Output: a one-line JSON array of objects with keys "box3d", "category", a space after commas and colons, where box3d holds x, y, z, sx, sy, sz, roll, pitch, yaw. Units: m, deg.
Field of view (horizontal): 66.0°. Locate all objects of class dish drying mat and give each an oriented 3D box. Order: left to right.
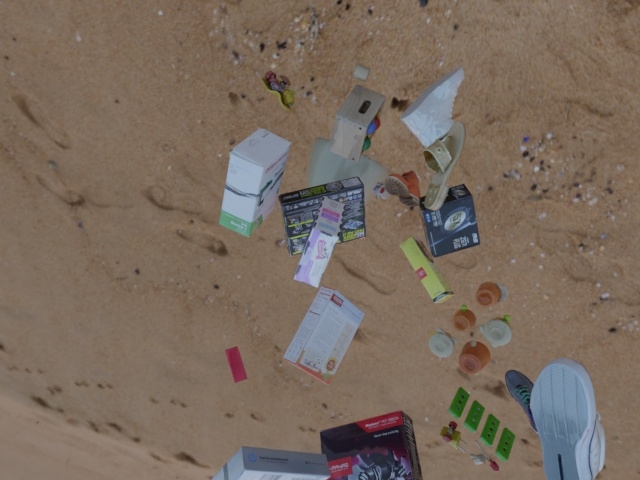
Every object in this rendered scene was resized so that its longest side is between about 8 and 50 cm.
[{"box3d": [-0.202, 0.297, 1.181, 0.032, 0.008, 0.083, -17, 96, -15], "category": "dish drying mat"}]

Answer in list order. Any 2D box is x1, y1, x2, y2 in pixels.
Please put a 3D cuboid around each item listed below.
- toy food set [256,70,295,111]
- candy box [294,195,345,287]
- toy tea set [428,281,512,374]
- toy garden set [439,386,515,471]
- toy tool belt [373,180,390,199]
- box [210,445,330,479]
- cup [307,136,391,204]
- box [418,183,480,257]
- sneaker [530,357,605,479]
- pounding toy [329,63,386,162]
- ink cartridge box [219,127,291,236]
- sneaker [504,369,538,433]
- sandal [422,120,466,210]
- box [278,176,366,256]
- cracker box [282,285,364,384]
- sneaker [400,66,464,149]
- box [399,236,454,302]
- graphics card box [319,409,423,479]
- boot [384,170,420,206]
[{"box3d": [-0.144, -0.550, 1.754, 0.071, 0.218, 0.128, -43, 138, 16], "category": "toy food set"}, {"box3d": [0.000, 0.000, 1.306, 0.070, 0.196, 0.164, 20, 119, -3], "category": "candy box"}, {"box3d": [0.517, 0.284, 1.610, 0.200, 0.124, 0.336, 41, 121, 18], "category": "toy tea set"}, {"box3d": [0.512, 0.646, 1.635, 0.244, 0.204, 0.049, 42, 135, 5], "category": "toy garden set"}, {"box3d": [0.187, -0.159, 1.542, 0.051, 0.083, 0.052, 42, 100, 27], "category": "toy tool belt"}, {"box3d": [-0.096, 0.376, 0.738, 0.145, 0.038, 0.186, 20, 121, -30], "category": "box"}, {"box3d": [0.078, -0.224, 1.935, 0.331, 0.331, 0.237, 26, 92, 0], "category": "cup"}, {"box3d": [0.380, -0.056, 1.462, 0.147, 0.077, 0.180, -17, 123, 6], "category": "box"}, {"box3d": [0.397, 0.284, 0.782, 0.094, 0.091, 0.258, 17, 126, 47], "category": "sneaker"}, {"box3d": [0.111, -0.328, 1.205, 0.094, 0.181, 0.206, 25, 149, 9], "category": "pounding toy"}, {"box3d": [-0.165, -0.145, 1.236, 0.093, 0.160, 0.219, 26, 130, 7], "category": "ink cartridge box"}, {"box3d": [0.677, 0.513, 1.591, 0.083, 0.223, 0.098, -30, 148, 5], "category": "sneaker"}, {"box3d": [0.287, -0.199, 1.221, 0.079, 0.240, 0.088, 19, 175, -19], "category": "sandal"}, {"box3d": [0.011, -0.076, 1.600, 0.270, 0.060, 0.216, -15, 130, -9], "category": "box"}, {"box3d": [0.013, 0.267, 1.393, 0.067, 0.232, 0.156, 12, 156, 48], "category": "cracker box"}, {"box3d": [0.404, -0.427, 1.630, 0.169, 0.292, 0.108, 49, 163, -17], "category": "sneaker"}, {"box3d": [0.361, 0.099, 1.674, 0.058, 0.087, 0.232, -37, 68, 24], "category": "box"}, {"box3d": [0.128, 0.608, 1.146, 0.233, 0.371, 0.094, -20, 138, 18], "category": "graphics card box"}, {"box3d": [0.220, -0.155, 1.304, 0.059, 0.084, 0.158, 6, 167, 35], "category": "boot"}]
